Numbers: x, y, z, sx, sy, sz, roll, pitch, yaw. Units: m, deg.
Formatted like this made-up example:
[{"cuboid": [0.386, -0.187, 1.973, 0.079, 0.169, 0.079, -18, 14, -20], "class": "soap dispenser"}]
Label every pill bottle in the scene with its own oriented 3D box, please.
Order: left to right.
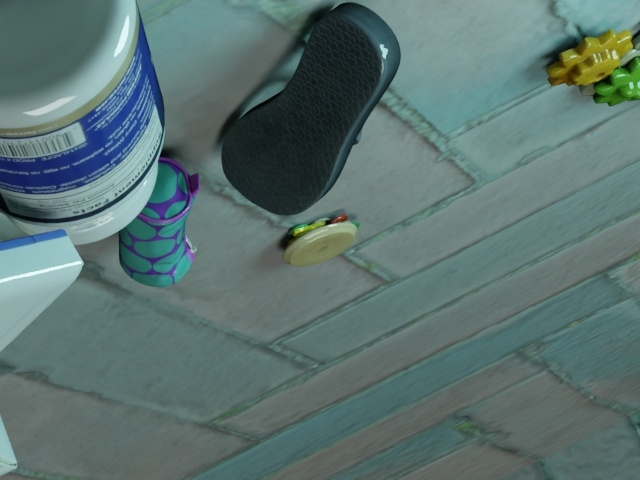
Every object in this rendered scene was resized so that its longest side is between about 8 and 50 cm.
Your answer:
[{"cuboid": [-0.186, -0.099, 1.345, 0.153, 0.153, 0.264, -21, 160, -6], "class": "pill bottle"}]

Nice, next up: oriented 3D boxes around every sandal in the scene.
[{"cuboid": [0.000, -0.103, 1.636, 0.054, 0.097, 0.254, -41, 177, -41], "class": "sandal"}]

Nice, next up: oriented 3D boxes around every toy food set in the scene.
[{"cuboid": [0.000, 0.000, 1.985, 0.083, 0.020, 0.082, -15, 158, -20], "class": "toy food set"}]

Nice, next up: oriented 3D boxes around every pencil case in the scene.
[{"cuboid": [-0.142, -0.015, 1.731, 0.070, 0.064, 0.151, -3, 158, -6], "class": "pencil case"}]

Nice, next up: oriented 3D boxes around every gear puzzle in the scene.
[{"cuboid": [0.350, -0.173, 1.887, 0.339, 0.044, 0.175, -4, 153, -41], "class": "gear puzzle"}]

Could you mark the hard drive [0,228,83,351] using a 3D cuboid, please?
[{"cuboid": [-0.328, 0.084, 1.279, 0.319, 0.040, 0.210, -14, 159, -50], "class": "hard drive"}]

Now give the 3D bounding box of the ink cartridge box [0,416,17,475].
[{"cuboid": [-0.418, 0.151, 1.663, 0.273, 0.197, 0.114, -26, 161, 9], "class": "ink cartridge box"}]
